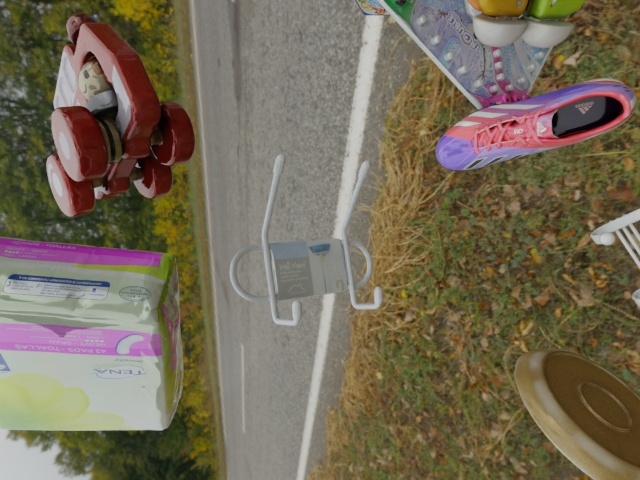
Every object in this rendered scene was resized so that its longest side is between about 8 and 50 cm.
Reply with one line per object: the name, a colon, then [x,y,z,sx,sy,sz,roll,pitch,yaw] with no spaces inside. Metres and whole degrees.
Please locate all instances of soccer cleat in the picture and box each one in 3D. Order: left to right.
soccer cleat: [0.350,-0.193,0.710,0.319,0.116,0.108,-12,105,30]

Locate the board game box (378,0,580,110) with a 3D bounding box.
board game box: [0.325,-0.475,0.771,0.389,0.390,0.050,-59,22,-14]

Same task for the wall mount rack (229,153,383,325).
wall mount rack: [0.000,0.000,0.816,0.131,0.350,0.303,-16,80,53]

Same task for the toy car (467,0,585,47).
toy car: [0.294,-0.375,0.591,0.136,0.182,0.159,-107,16,-49]

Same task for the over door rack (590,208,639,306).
over door rack: [0.564,0.009,0.501,0.324,0.108,0.239,-34,89,24]

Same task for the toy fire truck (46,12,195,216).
toy fire truck: [-0.345,-0.197,0.643,0.302,0.169,0.253,-31,84,49]

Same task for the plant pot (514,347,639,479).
plant pot: [0.396,0.241,0.583,0.236,0.237,0.032,56,135,42]

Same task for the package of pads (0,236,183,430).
package of pads: [-0.285,0.128,0.494,0.101,0.229,0.296,-96,18,-45]

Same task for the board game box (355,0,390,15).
board game box: [0.161,-0.538,0.878,0.201,0.136,0.035,19,91,30]
